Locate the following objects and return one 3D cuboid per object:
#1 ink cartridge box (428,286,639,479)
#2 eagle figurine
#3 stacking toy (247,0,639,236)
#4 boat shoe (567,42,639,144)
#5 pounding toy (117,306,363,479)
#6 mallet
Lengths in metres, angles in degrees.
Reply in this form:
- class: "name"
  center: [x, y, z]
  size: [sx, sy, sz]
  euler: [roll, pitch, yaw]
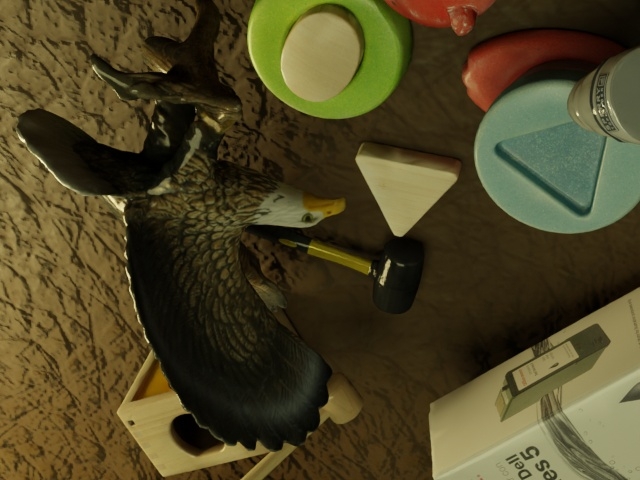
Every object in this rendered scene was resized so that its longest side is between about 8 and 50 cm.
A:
- class: "ink cartridge box"
  center: [0.254, 0.169, 1.245]
  size: [0.272, 0.115, 0.198]
  euler: [-32, 112, 18]
- class: "eagle figurine"
  center: [-0.089, -0.003, 1.169]
  size: [0.225, 0.226, 0.298]
  euler: [20, 127, 24]
- class: "stacking toy"
  center: [0.086, -0.109, 1.121]
  size: [0.279, 0.130, 0.309]
  euler: [-25, 114, 31]
- class: "boat shoe"
  center: [0.292, -0.121, 1.039]
  size: [0.258, 0.084, 0.095]
  euler: [-8, 95, -17]
- class: "pounding toy"
  center: [-0.069, 0.132, 1.319]
  size: [0.206, 0.181, 0.094]
  euler: [-18, 118, 28]
- class: "mallet"
  center: [0.000, 0.000, 1.295]
  size: [0.189, 0.039, 0.062]
  euler: [25, 129, 4]
